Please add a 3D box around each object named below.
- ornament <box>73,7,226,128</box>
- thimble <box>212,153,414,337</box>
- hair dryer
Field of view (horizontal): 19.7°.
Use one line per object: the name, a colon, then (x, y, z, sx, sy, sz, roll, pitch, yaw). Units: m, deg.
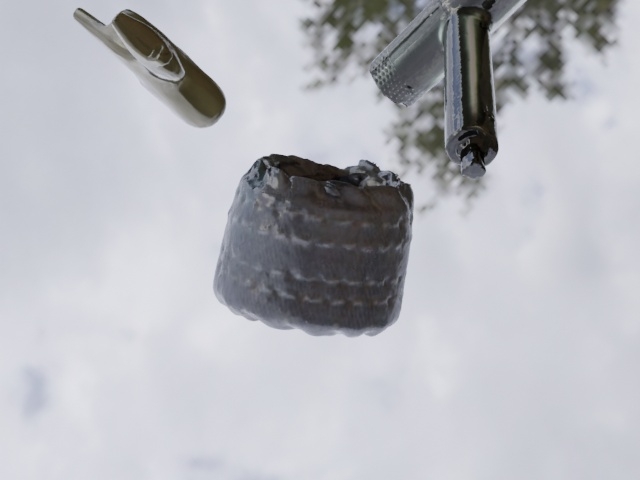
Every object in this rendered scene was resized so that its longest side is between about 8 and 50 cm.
ornament: (-0.192, -0.209, 2.132, 0.245, 0.061, 0.230, 37, 175, 46)
thimble: (0.000, 0.000, 1.971, 0.205, 0.172, 0.236, 14, -171, 10)
hair dryer: (0.193, -0.189, 1.677, 0.155, 0.320, 0.284, 22, -150, -36)
